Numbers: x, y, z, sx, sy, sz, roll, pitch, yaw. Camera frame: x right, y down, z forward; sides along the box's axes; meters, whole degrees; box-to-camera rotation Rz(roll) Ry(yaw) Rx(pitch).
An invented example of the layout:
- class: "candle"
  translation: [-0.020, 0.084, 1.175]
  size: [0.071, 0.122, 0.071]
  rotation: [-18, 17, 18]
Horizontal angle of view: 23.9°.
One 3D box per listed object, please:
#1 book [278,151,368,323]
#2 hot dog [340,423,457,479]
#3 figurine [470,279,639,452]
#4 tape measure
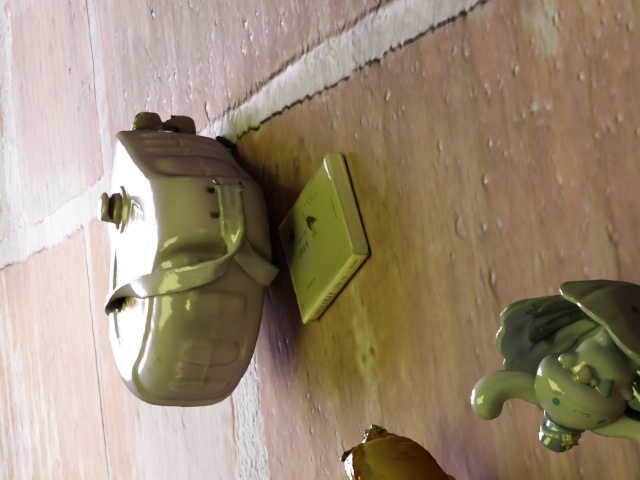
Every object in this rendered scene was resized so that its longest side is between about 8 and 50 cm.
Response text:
- class: "book"
  translation: [-0.001, 0.000, 1.025]
  size: [0.111, 0.014, 0.077]
  rotation: [126, 135, -56]
- class: "hot dog"
  translation: [0.072, 0.209, 0.822]
  size: [0.104, 0.076, 0.250]
  rotation: [99, 156, -56]
- class: "figurine"
  translation: [0.122, 0.062, 0.676]
  size: [0.086, 0.094, 0.082]
  rotation: [-46, 6, 26]
- class: "tape measure"
  translation: [-0.104, 0.025, 1.136]
  size: [0.236, 0.120, 0.197]
  rotation: [-137, 53, -65]
